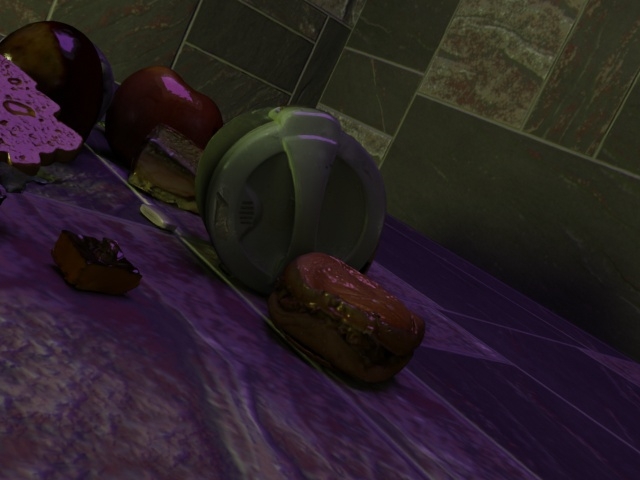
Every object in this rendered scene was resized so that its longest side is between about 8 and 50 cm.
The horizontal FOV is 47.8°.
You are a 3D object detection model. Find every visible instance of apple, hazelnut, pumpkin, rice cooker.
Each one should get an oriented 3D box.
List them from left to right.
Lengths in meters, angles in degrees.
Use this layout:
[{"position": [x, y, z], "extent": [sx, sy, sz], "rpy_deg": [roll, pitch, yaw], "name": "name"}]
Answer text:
[{"position": [-0.483, -0.273, 1.290], "extent": [0.229, 0.230, 0.229], "rpy_deg": [25, 9, -4], "name": "hazelnut"}, {"position": [-0.245, 0.023, 0.801], "extent": [0.074, 0.054, 0.083], "rpy_deg": [38, 9, 35], "name": "pumpkin"}, {"position": [-0.334, -0.253, 1.572], "extent": [0.253, 0.254, 0.253], "rpy_deg": [25, 9, -4], "name": "apple"}, {"position": [-0.051, -0.068, 1.131], "extent": [0.288, 0.288, 0.277], "rpy_deg": [23, 8, -20], "name": "rice cooker"}]

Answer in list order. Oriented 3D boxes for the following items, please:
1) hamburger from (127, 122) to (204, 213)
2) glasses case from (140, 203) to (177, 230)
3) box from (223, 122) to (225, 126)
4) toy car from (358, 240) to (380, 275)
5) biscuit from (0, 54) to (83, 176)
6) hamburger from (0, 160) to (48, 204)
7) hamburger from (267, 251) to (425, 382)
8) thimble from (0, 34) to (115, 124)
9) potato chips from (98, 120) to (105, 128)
[{"position": [-0.262, -0.138, 1.420], "extent": [0.207, 0.135, 0.155], "rpy_deg": [26, 10, -16], "name": "hamburger"}, {"position": [-0.266, -0.038, 1.187], "extent": [0.083, 0.021, 0.032], "rpy_deg": [33, 14, 37], "name": "glasses case"}, {"position": [-0.328, -0.261, 1.798], "extent": [0.233, 0.150, 0.067], "rpy_deg": [32, 4, -6], "name": "box"}, {"position": [0.000, 0.000, 1.408], "extent": [0.101, 0.125, 0.256], "rpy_deg": [20, 1, -33], "name": "toy car"}, {"position": [-0.486, -0.196, 1.113], "extent": [0.212, 0.041, 0.239], "rpy_deg": [-4, 59, -42], "name": "biscuit"}, {"position": [-0.408, -0.093, 0.759], "extent": [0.235, 0.125, 0.214], "rpy_deg": [7, 26, -22], "name": "hamburger"}, {"position": [0.033, 0.099, 0.958], "extent": [0.213, 0.108, 0.214], "rpy_deg": [24, 9, -4], "name": "hamburger"}, {"position": [-0.540, -0.318, 1.445], "extent": [0.245, 0.217, 0.157], "rpy_deg": [-1, 14, -17], "name": "thimble"}, {"position": [-0.497, -0.257, 1.789], "extent": [0.092, 0.028, 0.207], "rpy_deg": [18, 13, -46], "name": "potato chips"}]
